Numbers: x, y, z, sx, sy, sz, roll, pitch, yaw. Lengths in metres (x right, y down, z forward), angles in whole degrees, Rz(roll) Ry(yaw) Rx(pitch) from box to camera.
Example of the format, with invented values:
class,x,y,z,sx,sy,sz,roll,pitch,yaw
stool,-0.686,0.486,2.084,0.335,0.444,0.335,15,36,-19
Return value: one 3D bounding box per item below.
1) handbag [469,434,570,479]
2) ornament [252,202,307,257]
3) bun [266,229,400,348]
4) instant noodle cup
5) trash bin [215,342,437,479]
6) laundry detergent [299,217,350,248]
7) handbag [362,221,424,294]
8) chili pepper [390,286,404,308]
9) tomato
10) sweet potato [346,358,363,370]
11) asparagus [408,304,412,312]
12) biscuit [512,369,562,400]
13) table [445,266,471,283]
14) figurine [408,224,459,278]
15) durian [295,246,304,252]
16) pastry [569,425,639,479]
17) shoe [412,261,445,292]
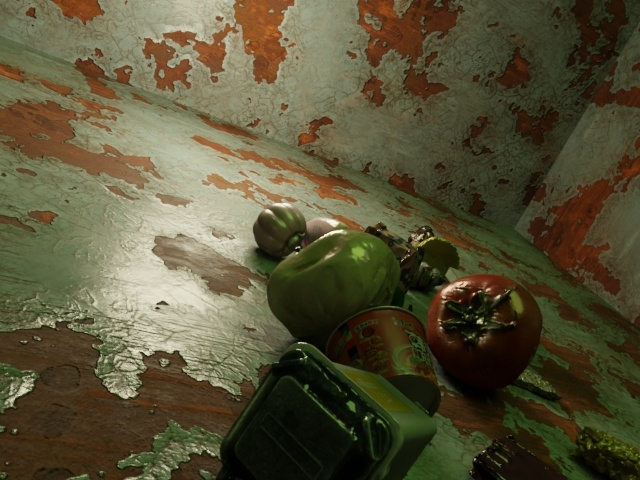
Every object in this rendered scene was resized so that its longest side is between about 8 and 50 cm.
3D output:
class,x,y,z,sx,sy,sz,roll,pitch,yaw
handbag,0.451,0.541,1.417,0.216,0.074,0.203,34,19,27
ornament,-0.125,-0.029,2.042,0.178,0.177,0.177,24,18,-8
bun,0.048,0.140,1.555,0.361,0.361,0.213,13,41,-36
instant noodle cup,0.149,0.303,1.422,0.250,0.250,0.192,18,29,-23
trash bin,0.028,0.362,1.103,0.256,0.296,0.368,35,6,29
laundry detergent,0.000,0.000,2.089,0.088,0.159,0.335,-14,10,-24
handbag,0.226,0.063,2.223,0.252,0.193,0.190,32,15,14
chili pepper,0.148,0.144,2.004,0.265,0.116,0.148,25,42,10
tomato,0.485,0.258,1.849,0.273,0.341,0.341,28,12,-47
sweet potato,-0.023,0.319,1.301,0.255,0.078,0.058,-20,62,-18
asparagus,0.296,0.247,2.105,0.016,0.016,0.163,53,19,-4
biscuit,0.644,0.435,2.032,0.250,0.032,0.133,22,17,-10
table,0.594,0.212,2.447,0.240,0.111,0.121,21,19,-16
figurine,0.459,0.039,2.732,0.187,0.168,0.315,11,12,-11
durian,0.005,0.106,1.884,0.146,0.159,0.198,28,-19,-39
pastry,0.800,0.593,1.697,0.250,0.102,0.154,25,15,-8
shoe,0.400,0.147,2.379,0.126,0.099,0.227,31,14,21
